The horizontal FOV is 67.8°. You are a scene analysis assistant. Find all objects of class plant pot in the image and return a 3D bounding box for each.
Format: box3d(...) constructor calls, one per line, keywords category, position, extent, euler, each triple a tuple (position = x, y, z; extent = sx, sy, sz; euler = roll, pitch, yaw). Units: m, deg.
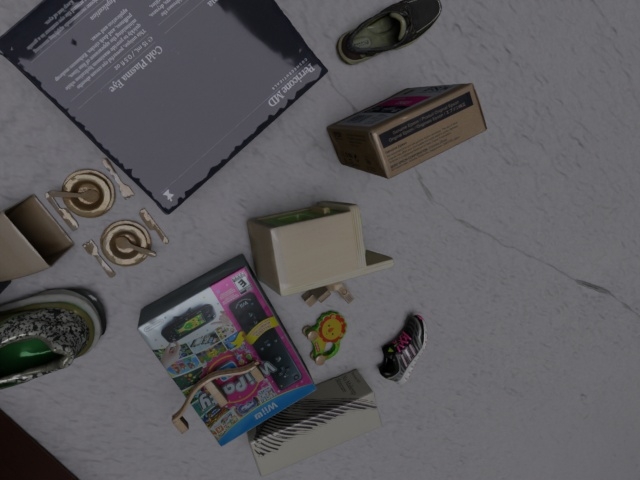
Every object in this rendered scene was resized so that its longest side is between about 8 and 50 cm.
box3d(category="plant pot", position=(-0.498, 0.005, 0.783), extent=(0.096, 0.109, 0.109), euler=(-30, 111, 3))

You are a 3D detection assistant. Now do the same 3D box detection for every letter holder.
box3d(category="letter holder", position=(-0.566, 0.466, 0.815), extent=(0.152, 0.214, 0.302), euler=(-35, 111, -6))

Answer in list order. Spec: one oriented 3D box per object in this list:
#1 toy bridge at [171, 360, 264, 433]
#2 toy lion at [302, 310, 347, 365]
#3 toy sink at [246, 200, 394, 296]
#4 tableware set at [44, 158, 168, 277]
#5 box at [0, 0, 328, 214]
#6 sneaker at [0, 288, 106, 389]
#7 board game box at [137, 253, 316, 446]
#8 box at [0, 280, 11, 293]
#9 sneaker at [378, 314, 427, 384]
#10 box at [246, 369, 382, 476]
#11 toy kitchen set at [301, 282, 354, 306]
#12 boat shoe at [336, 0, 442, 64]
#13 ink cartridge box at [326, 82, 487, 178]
box3d(category="toy bridge", position=(-0.194, 0.277, 0.881), extent=(0.188, 0.026, 0.063), euler=(-33, 109, -5))
box3d(category="toy lion", position=(0.016, 0.206, 1.029), extent=(0.096, 0.034, 0.100), euler=(-22, 109, -19))
box3d(category="toy sink", position=(0.000, 0.000, 0.895), extent=(0.234, 0.153, 0.131), euler=(-13, 103, -21))
box3d(category="tableware set", position=(-0.377, -0.034, 0.840), extent=(0.128, 0.039, 0.194), euler=(-33, 111, -7))
box3d(category="box", position=(-0.227, -0.276, 0.751), extent=(0.343, 0.179, 0.312), euler=(-42, 110, -3))
box3d(category="sneaker", position=(-0.571, 0.193, 0.762), extent=(0.410, 0.182, 0.158), euler=(-17, 108, -12))
box3d(category="board game box", position=(-0.175, 0.215, 0.936), extent=(0.224, 0.097, 0.303), euler=(-30, 111, -7))
box3d(category="box", position=(-0.564, 0.034, 0.697), extent=(0.059, 0.232, 0.183), euler=(-31, 111, -10))
box3d(category="sneaker", position=(0.181, 0.244, 1.069), extent=(0.074, 0.063, 0.170), euler=(14, 104, -26))
box3d(category="box", position=(-0.018, 0.385, 1.019), extent=(0.275, 0.113, 0.094), euler=(-19, 107, -13))
box3d(category="toy kitchen set", position=(0.020, 0.123, 0.986), extent=(0.083, 0.068, 0.075), euler=(-41, 111, -3))
box3d(category="boat shoe", position=(0.139, -0.396, 0.889), extent=(0.223, 0.073, 0.080), euler=(-28, 110, -8))
box3d(category="ink cartridge box", position=(0.141, -0.201, 0.852), extent=(0.193, 0.234, 0.088), euler=(-28, 111, -9))
